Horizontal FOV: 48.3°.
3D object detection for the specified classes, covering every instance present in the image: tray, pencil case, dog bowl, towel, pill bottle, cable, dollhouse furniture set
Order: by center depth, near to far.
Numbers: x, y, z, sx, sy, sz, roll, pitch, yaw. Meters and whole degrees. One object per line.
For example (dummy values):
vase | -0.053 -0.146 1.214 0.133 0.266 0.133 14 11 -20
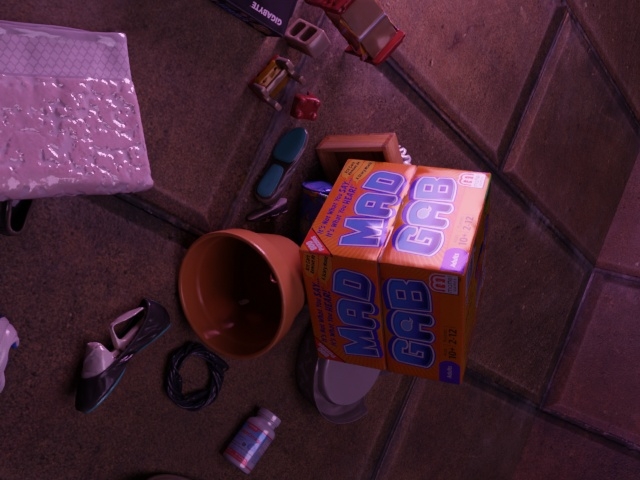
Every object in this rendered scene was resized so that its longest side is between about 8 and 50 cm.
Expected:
towel | -0.474 -0.233 1.283 0.332 0.053 0.316 -8 87 -43
cable | -0.305 0.326 1.708 0.150 0.047 0.184 -55 136 -11
dollhouse furniture set | 0.002 -0.451 1.728 0.374 0.152 0.201 -47 133 -2
pencil case | 0.000 0.000 1.846 0.119 0.133 0.306 -1 103 -23
pill bottle | -0.175 0.518 1.859 0.160 0.087 0.087 -53 133 -20
tray | 0.149 -0.092 1.907 0.076 0.203 0.410 -53 135 -41
dog bowl | 0.074 0.341 2.044 0.349 0.102 0.348 -16 114 -42

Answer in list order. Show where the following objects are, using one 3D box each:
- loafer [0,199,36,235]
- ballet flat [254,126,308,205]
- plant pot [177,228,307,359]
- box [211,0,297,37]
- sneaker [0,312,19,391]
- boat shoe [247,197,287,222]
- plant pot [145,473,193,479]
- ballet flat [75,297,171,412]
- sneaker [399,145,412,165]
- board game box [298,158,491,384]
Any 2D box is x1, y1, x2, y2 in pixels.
loafer | -0.531 -0.134 1.305 0.096 0.084 0.267 16 91 -46
ballet flat | -0.093 -0.181 1.755 0.213 0.072 0.068 -61 162 -12
plant pot | -0.151 0.104 1.641 0.203 0.291 0.290 -21 117 -58
box | -0.149 -0.639 1.546 0.296 0.073 0.293 21 86 -46
sneaker | -0.674 0.250 1.246 0.236 0.130 0.322 48 63 -38
boat shoe | -0.128 -0.066 1.760 0.125 0.046 0.038 -34 120 -43
plant pot | -0.348 0.751 1.633 0.323 0.323 0.280 32 95 -45
ballet flat | -0.438 0.230 1.516 0.280 0.095 0.096 -52 123 -34
sneaker | 0.232 -0.143 1.947 0.118 0.292 0.110 -11 137 -33
board game box | 0.194 0.065 1.697 0.356 0.356 0.356 -63 154 -44
